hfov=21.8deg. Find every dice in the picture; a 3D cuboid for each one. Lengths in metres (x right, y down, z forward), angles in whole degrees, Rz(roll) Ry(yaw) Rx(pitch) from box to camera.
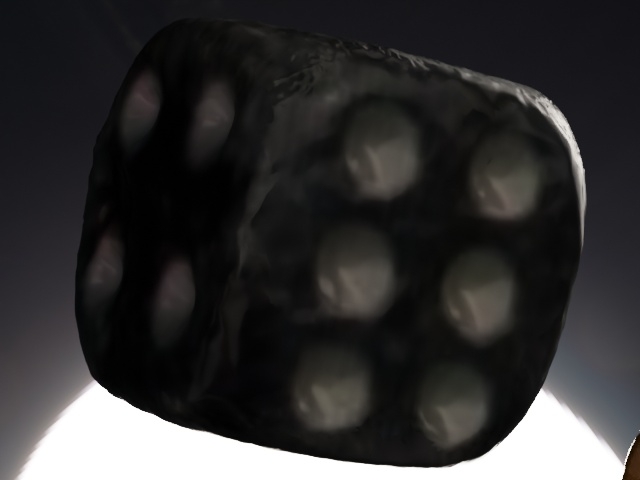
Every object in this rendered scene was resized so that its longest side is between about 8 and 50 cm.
[{"bbox_3d":[0.000,0.000,0.773,0.181,0.182,0.183,9,-177,-31],"label":"dice"}]

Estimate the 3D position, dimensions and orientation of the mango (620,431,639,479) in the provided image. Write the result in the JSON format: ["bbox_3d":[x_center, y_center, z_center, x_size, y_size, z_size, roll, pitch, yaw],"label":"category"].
[{"bbox_3d":[0.285,0.123,1.103,0.359,0.144,0.187,-47,-49,-48],"label":"mango"}]
